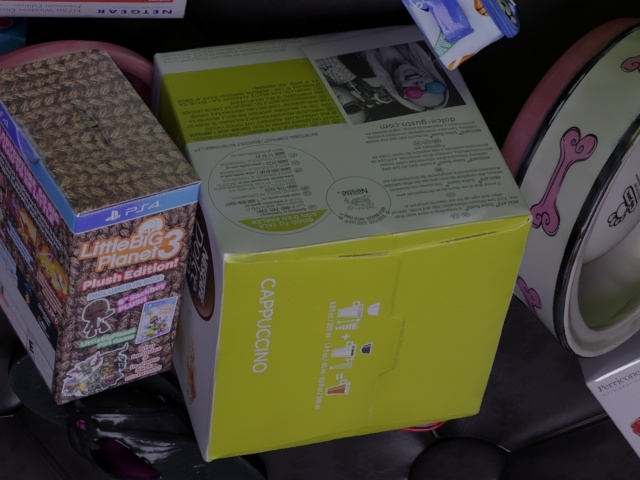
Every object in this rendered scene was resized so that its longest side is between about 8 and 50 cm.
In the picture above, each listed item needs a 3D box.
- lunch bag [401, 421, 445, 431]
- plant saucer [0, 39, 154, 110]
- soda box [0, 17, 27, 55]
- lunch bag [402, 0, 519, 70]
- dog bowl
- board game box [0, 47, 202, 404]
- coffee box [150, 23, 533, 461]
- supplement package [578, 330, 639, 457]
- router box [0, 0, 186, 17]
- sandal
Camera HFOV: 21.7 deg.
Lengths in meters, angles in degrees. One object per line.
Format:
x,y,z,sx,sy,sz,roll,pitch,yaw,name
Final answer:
0.049,0.149,2.216,0.293,0.120,0.258,8,131,-12,lunch bag
-0.322,-0.103,1.915,0.332,0.084,0.332,-24,144,-19,plant saucer
-0.398,-0.172,1.921,0.071,0.067,0.210,14,126,-18,soda box
0.104,-0.332,1.743,0.115,0.243,0.303,-28,126,16,lunch bag
0.343,-0.075,1.928,0.408,0.150,0.408,-38,147,-31,dog bowl
-0.258,-0.015,1.797,0.141,0.232,0.291,-16,141,-28,board game box
0.000,0.000,1.887,0.338,0.334,0.337,-8,137,-16,coffee box
0.475,0.183,2.254,0.177,0.175,0.293,-28,127,16,supplement package
-0.295,-0.324,1.698,0.335,0.082,0.301,0,164,-9,router box
-0.232,0.272,2.277,0.167,0.107,0.446,-38,124,21,sandal
